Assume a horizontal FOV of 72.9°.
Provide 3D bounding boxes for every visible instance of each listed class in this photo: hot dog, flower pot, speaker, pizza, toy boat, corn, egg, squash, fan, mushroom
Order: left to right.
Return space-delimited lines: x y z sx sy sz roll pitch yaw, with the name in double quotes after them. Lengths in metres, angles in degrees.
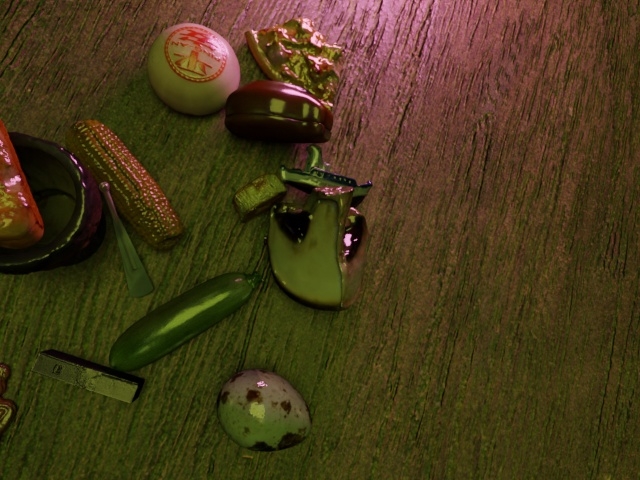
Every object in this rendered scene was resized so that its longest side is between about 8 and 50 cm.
-0.577 -0.096 0.707 0.153 0.150 0.257 -22 86 -26 "hot dog"
-0.585 -0.053 0.906 0.266 0.267 0.266 2 79 -13 "flower pot"
-0.508 0.298 0.959 0.218 0.082 0.044 22 77 -6 "speaker"
-0.456 0.004 0.994 0.057 0.023 0.282 -19 109 -14 "fan"
-0.460 -0.131 1.025 0.120 0.120 0.363 -38 94 -15 "corn"
-0.310 0.177 1.008 0.395 0.107 0.107 -30 88 -15 "squash"
-0.123 0.387 0.981 0.231 0.169 0.169 29 76 -17 "egg"
-0.044 -0.504 1.196 0.323 0.089 0.223 44 78 -3 "pizza"
-0.006 0.005 1.091 0.217 0.212 0.292 3 106 30 "mushroom"
0.020 -0.168 1.126 0.262 0.114 0.115 20 86 -24 "toy boat"

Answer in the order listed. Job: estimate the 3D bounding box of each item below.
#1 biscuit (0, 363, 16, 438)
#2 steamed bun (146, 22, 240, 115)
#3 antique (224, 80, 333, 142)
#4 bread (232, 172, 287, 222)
-0.774 0.386 0.906 0.208 0.041 0.290 37 76 -5 "biscuit"
-0.319 -0.441 1.091 0.232 0.145 0.232 2 80 -11 "steamed bun"
-0.108 -0.313 1.081 0.278 0.223 0.129 8 93 22 "antique"
-0.151 -0.110 1.079 0.140 0.128 0.069 -31 88 -20 "bread"
